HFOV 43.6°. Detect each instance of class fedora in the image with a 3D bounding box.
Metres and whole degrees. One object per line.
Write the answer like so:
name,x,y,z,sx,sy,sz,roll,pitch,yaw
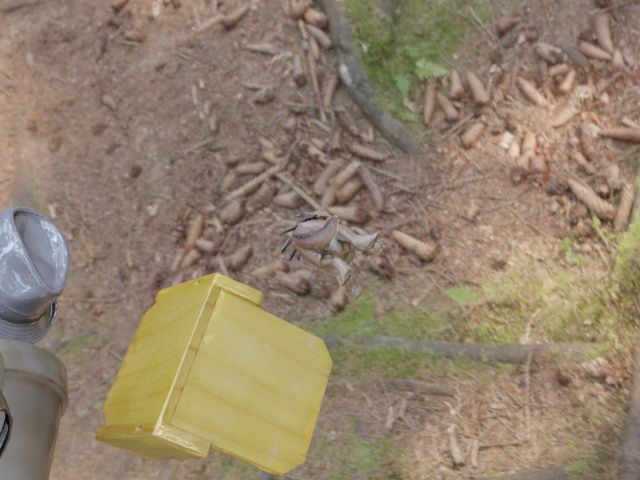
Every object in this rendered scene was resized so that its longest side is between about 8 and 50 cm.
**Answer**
fedora,-0.551,0.045,1.486,0.124,0.244,0.275,-30,63,19

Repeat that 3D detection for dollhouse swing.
dollhouse swing,-0.208,0.299,1.647,0.315,0.305,0.346,-17,46,45

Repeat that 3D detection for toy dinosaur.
toy dinosaur,0.000,0.000,1.487,0.200,0.296,0.127,30,89,17

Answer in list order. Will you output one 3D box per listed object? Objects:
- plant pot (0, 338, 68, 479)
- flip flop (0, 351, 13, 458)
plant pot,-0.600,0.373,1.395,0.323,0.323,0.280,-29,54,18
flip flop,-0.442,0.252,1.029,0.080,0.112,0.277,-12,42,5
